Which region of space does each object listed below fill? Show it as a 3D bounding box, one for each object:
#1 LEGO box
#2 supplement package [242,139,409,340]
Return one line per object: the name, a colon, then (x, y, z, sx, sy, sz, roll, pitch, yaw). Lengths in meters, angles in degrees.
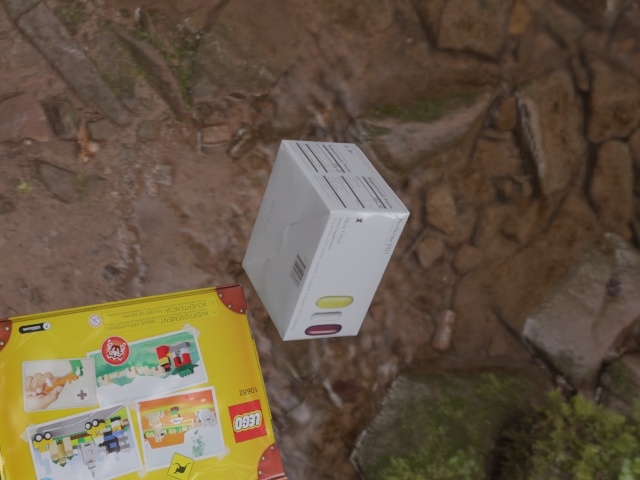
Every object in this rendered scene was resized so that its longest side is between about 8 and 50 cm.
LEGO box: (-0.348, 0.303, 1.557, 0.500, 0.193, 0.373, -7, 79, -35)
supplement package: (0.000, 0.000, 1.458, 0.145, 0.204, 0.262, -1, 128, -30)
